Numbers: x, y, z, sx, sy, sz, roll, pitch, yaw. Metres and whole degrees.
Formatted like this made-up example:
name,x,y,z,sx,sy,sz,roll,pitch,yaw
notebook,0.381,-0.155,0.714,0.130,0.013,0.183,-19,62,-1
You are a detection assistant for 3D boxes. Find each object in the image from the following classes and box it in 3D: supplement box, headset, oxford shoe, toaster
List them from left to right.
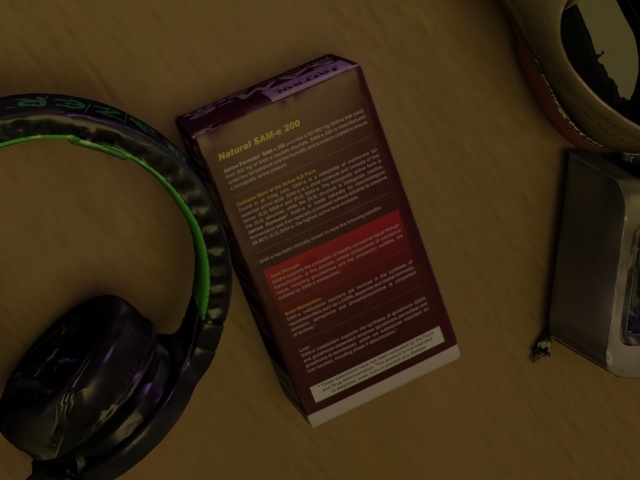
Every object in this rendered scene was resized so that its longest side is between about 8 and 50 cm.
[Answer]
name,x,y,z,sx,sy,sz,roll,pitch,yaw
headset,-0.203,0.103,0.902,0.243,0.185,0.394,17,107,-20
supplement box,0.000,0.000,0.999,0.130,0.073,0.239,-24,110,-11
oxford shoe,0.158,-0.213,0.953,0.123,0.130,0.348,-39,103,-4
toaster,0.271,0.023,1.068,0.168,0.110,0.185,1,103,-17
